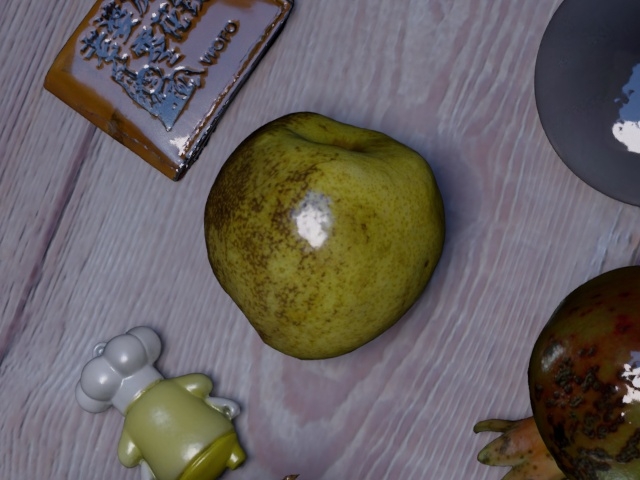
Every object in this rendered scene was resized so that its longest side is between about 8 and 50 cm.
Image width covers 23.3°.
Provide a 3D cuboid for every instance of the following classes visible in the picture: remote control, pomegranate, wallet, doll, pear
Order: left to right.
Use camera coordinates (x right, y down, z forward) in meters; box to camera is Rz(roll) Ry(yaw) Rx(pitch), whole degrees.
[{"bbox_3d":[-0.136,0.144,1.307,0.106,0.062,0.162,-43,76,-6],"label":"doll"},{"bbox_3d":[-0.135,-0.175,1.381,0.161,0.042,0.195,34,85,13],"label":"wallet"},{"bbox_3d":[0.000,0.000,1.253,0.197,0.197,0.197,-2,78,8],"label":"pear"},{"bbox_3d":[0.234,0.117,1.208,0.246,0.198,0.198,-8,74,48],"label":"pomegranate"},{"bbox_3d":[0.339,-0.118,1.266,0.332,0.103,0.221,14,79,13],"label":"remote control"}]

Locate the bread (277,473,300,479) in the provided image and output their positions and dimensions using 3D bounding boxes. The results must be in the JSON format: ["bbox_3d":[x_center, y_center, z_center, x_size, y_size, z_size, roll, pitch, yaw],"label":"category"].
[{"bbox_3d":[-0.120,0.303,1.165,0.279,0.279,0.207,-12,79,5],"label":"bread"}]
